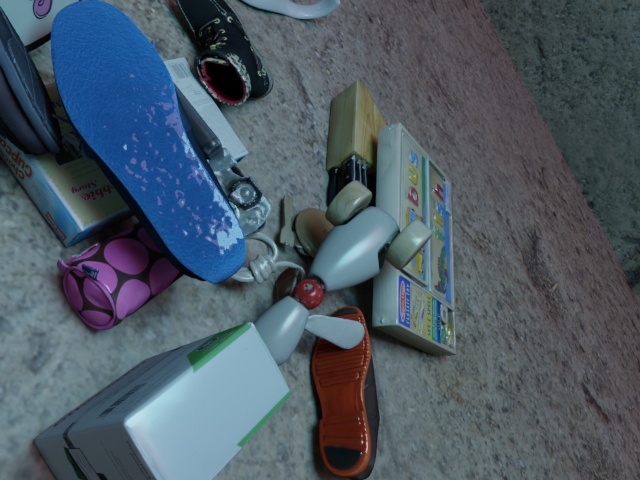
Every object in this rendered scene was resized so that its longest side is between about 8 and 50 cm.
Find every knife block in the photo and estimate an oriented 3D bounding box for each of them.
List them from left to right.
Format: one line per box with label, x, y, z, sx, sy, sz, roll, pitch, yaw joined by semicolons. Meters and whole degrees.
knife block;0.063;-0.183;1.064;0.242;0.088;0.276;-28;90;-50

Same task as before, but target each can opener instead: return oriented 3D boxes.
can opener;-0.177;-0.122;0.720;0.076;0.095;0.284;-39;92;-11

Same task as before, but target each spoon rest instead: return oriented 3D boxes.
spoon rest;-0.093;-0.553;1.140;0.276;0.084;0.138;4;64;-30

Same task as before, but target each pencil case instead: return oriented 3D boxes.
pencil case;-0.223;0.018;0.662;0.098;0.095;0.209;43;39;3

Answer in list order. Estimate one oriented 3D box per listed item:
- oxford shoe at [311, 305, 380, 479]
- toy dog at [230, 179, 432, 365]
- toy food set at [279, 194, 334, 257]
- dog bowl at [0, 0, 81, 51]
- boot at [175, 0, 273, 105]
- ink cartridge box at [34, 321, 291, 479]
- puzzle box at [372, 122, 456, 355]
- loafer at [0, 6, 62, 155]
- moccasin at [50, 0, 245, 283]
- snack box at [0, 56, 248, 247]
oxford shoe;0.046;0.239;0.825;0.098;0.096;0.272;54;32;-49
toy dog;0.016;0.057;0.819;0.333;0.161;0.220;-25;68;-12
toy food set;0.000;0.000;0.942;0.191;0.038;0.133;24;45;-28
dog bowl;-0.457;-0.377;0.521;0.407;0.150;0.409;13;57;-21
boot;-0.177;-0.335;0.870;0.236;0.085;0.179;52;19;-15
ink cartridge box;-0.164;0.181;0.527;0.160;0.219;0.093;-35;98;-48
puzzle box;0.196;0.003;1.033;0.272;0.052;0.410;31;56;-48
loafer;-0.338;-0.187;0.468;0.095;0.303;0.109;-19;61;-12
moccasin;-0.210;-0.097;0.597;0.137;0.117;0.342;-24;91;-20
snack box;-0.265;-0.142;0.728;0.187;0.060;0.322;56;41;-4
